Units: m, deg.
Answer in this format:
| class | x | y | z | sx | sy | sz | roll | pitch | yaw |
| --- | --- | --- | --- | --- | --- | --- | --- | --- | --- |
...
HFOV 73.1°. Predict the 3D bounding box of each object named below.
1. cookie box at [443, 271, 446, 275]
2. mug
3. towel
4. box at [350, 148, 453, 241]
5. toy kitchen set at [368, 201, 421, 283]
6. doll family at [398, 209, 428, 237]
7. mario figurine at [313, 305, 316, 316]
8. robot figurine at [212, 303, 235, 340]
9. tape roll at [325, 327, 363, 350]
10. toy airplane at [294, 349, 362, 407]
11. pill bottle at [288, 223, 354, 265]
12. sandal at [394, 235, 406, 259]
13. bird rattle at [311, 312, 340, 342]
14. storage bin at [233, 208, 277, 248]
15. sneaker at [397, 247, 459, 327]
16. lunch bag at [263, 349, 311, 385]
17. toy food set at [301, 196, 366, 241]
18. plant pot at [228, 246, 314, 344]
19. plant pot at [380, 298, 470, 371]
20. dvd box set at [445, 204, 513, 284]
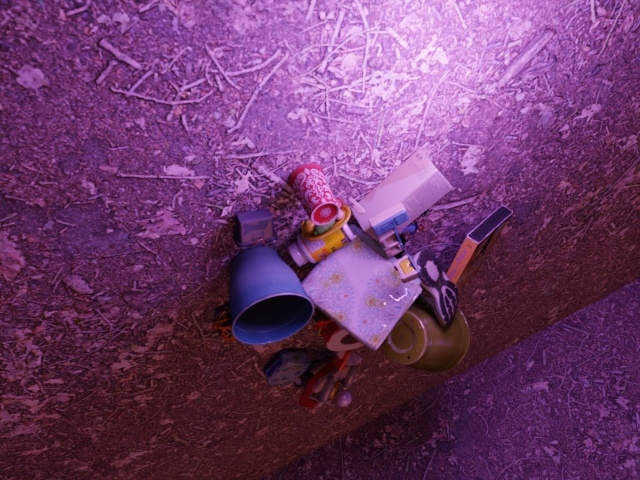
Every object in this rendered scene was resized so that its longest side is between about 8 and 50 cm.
| class | x | y | z | sx | sy | sz | roll | pitch | yaw |
| --- | --- | --- | --- | --- | --- | --- | --- | --- | --- |
| cookie box | 0.499 | 0.110 | 1.900 | 0.040 | 0.107 | 0.092 | -36 | 141 | 15 |
| mug | -0.006 | -0.126 | 1.294 | 0.113 | 0.169 | 0.150 | -34 | 141 | 9 |
| towel | 0.152 | 0.172 | 1.567 | 0.374 | 0.090 | 0.320 | 40 | 81 | -9 |
| box | 0.274 | -0.142 | 1.472 | 0.311 | 0.121 | 0.148 | -40 | 141 | 17 |
| toy kitchen set | 0.269 | 0.014 | 1.413 | 0.122 | 0.166 | 0.207 | -30 | 142 | 6 |
| doll family | 0.351 | -0.093 | 1.618 | 0.111 | 0.076 | 0.193 | -11 | 145 | -25 |
| mario figurine | 0.063 | 0.211 | 1.725 | 0.320 | 0.170 | 0.198 | -30 | 144 | 3 |
| robot figurine | -0.281 | 0.314 | 1.713 | 0.291 | 0.085 | 0.211 | -14 | 139 | -15 |
| tape roll | 0.149 | 0.415 | 2.035 | 0.286 | 0.100 | 0.286 | -12 | 145 | -8 |
| toy airplane | 0.081 | 0.717 | 2.224 | 0.386 | 0.272 | 0.384 | -27 | 157 | -28 |
| pill bottle | 0.000 | 0.000 | 1.484 | 0.215 | 0.117 | 0.117 | -31 | 142 | 6 |
| sandal | 0.324 | 0.046 | 1.781 | 0.067 | 0.040 | 0.179 | -18 | 141 | -9 |
| bird rattle | 0.039 | 0.309 | 1.820 | 0.207 | 0.143 | 0.253 | -46 | 177 | -16 |
| storage bin | -0.204 | -0.040 | 1.352 | 0.135 | 0.098 | 0.091 | -11 | 129 | -18 |
| sneaker | 0.451 | 0.201 | 1.834 | 0.158 | 0.182 | 0.410 | -46 | 118 | -30 |
| lunch bag | -0.167 | 0.628 | 2.133 | 0.176 | 0.090 | 0.219 | 13 | 128 | -40 |
| toy food set | 0.023 | -0.088 | 1.403 | 0.218 | 0.128 | 0.071 | -32 | 127 | 5 |
| plant pot | -0.192 | 0.170 | 1.459 | 0.271 | 0.255 | 0.272 | -15 | 139 | -13 |
| plant pot | 0.450 | 0.436 | 1.986 | 0.366 | 0.366 | 0.353 | -45 | 149 | 23 |
| dvd box set | 0.662 | 0.073 | 1.894 | 0.307 | 0.062 | 0.420 | -32 | 149 | -34 |
